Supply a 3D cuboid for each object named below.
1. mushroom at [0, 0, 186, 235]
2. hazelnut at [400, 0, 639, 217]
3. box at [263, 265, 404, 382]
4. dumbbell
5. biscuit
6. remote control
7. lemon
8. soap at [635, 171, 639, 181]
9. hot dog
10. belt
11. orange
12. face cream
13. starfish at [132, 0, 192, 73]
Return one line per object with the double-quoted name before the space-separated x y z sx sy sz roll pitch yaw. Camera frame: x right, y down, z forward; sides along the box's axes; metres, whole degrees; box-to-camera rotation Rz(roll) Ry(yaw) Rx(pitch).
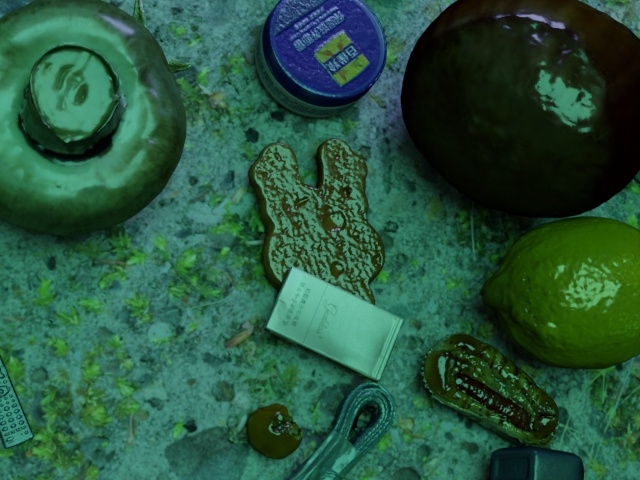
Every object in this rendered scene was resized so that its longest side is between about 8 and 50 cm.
"mushroom" -0.359 -0.177 1.612 0.352 0.260 0.352 2 85 -17
"hazelnut" 0.339 -0.230 1.792 0.421 0.421 0.353 -15 117 -20
"box" 0.021 0.130 1.721 0.198 0.029 0.109 26 72 -8
"dumbbell" 0.321 0.476 1.690 0.143 0.156 0.316 1 71 15
"biscuit" 0.000 0.000 1.783 0.202 0.047 0.334 -9 80 -18
"remote control" -0.455 0.218 1.596 0.043 0.027 0.152 -19 82 -27
"lemon" 0.411 0.084 1.781 0.320 0.245 0.245 -3 75 -11
"soap" 0.610 -0.193 1.899 0.173 0.289 0.095 42 69 -1
"hot dog" 0.273 0.242 1.785 0.253 0.069 0.131 34 67 -6
"belt" 0.000 0.334 1.675 0.087 0.072 0.302 46 65 -4
"orange" -0.069 0.286 1.673 0.086 0.062 0.086 4 74 -13
"face cream" -0.002 -0.309 1.845 0.206 0.111 0.206 5 74 -16
"starfish" -0.306 -0.301 1.774 0.208 0.053 0.176 20 88 -7
